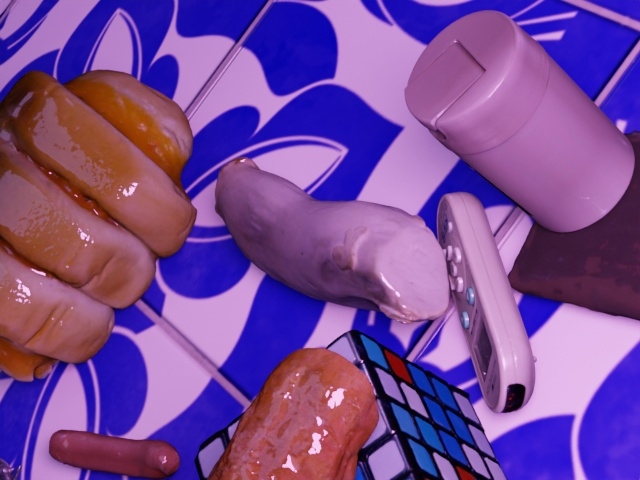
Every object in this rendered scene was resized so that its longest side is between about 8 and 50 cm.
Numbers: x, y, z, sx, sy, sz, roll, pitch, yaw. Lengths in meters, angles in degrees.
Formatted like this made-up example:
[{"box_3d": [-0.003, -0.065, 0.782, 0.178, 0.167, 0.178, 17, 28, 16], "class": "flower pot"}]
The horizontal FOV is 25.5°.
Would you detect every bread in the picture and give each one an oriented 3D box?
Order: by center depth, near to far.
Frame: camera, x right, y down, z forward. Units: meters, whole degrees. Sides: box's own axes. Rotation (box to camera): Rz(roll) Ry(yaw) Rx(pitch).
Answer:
[{"box_3d": [-0.298, -0.047, 1.560, 0.341, 0.210, 0.300, -45, 46, 8], "class": "bread"}]

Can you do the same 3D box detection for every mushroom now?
[{"box_3d": [0.000, 0.002, 1.346, 0.351, 0.097, 0.109, 22, 120, 51], "class": "mushroom"}]

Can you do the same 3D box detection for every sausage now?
[{"box_3d": [-0.205, 0.215, 1.427, 0.186, 0.043, 0.043, 0, 64, 41], "class": "sausage"}]

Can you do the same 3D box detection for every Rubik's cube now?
[{"box_3d": [0.037, 0.214, 1.118, 0.187, 0.184, 0.182, -39, 47, 19], "class": "Rubik's cube"}]

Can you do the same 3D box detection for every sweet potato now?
[{"box_3d": [-0.039, 0.193, 1.007, 0.097, 0.097, 0.251, 28, 91, 47], "class": "sweet potato"}]

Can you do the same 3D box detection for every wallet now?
[{"box_3d": [0.299, -0.002, 1.132, 0.309, 0.042, 0.165, 13, 72, 48], "class": "wallet"}]

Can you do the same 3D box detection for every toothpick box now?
[{"box_3d": [0.165, -0.096, 1.161, 0.111, 0.181, 0.111, -28, 43, 30], "class": "toothpick box"}]

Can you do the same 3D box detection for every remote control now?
[{"box_3d": [0.141, 0.049, 1.217, 0.042, 0.078, 0.221, -6, 50, -11], "class": "remote control"}]

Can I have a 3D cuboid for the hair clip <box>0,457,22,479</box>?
[{"box_3d": [-0.342, 0.323, 1.478, 0.146, 0.056, 0.187, 6, 76, 41], "class": "hair clip"}]
